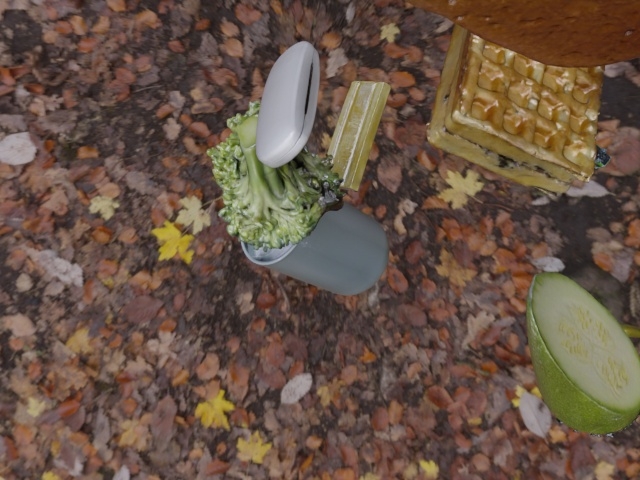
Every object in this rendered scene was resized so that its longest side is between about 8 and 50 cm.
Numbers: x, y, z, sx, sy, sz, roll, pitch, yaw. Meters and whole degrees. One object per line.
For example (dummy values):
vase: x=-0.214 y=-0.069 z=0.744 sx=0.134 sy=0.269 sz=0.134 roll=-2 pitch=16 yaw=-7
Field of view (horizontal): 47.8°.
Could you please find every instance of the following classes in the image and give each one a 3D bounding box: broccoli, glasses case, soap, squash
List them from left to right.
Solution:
broccoli: x=-0.076 y=-0.130 z=1.242 sx=0.247 sy=0.243 sz=0.263 roll=11 pitch=67 yaw=14
glasses case: x=-0.048 y=-0.208 z=1.090 sx=0.059 sy=0.233 sz=0.092 roll=32 pitch=135 yaw=-32
soap: x=0.075 y=-0.232 z=1.577 sx=0.092 sy=0.037 sz=0.252 roll=11 pitch=80 yaw=38
squash: x=0.425 y=0.171 z=1.137 sx=0.189 sy=0.189 sz=0.260 roll=-17 pitch=135 yaw=3

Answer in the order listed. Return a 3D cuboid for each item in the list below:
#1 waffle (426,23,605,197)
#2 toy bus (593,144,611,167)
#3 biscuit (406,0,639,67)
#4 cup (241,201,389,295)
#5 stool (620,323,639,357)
waffle: x=0.274 y=-0.231 z=0.969 sx=0.213 sy=0.091 sz=0.308 roll=22 pitch=66 yaw=-13
toy bus: x=0.532 y=-0.179 z=1.432 sx=0.083 sy=0.037 sz=0.031 roll=41 pitch=76 yaw=1
biscuit: x=0.215 y=-0.221 z=0.528 sx=0.277 sy=0.262 sz=0.052 roll=12 pitch=71 yaw=-29
cup: x=0.000 y=0.000 z=1.592 sx=0.312 sy=0.205 sz=0.205 roll=26 pitch=103 yaw=-43
stool: x=0.715 y=0.228 z=1.558 sx=0.110 sy=0.134 sz=0.135 roll=1 pitch=125 yaw=-35
